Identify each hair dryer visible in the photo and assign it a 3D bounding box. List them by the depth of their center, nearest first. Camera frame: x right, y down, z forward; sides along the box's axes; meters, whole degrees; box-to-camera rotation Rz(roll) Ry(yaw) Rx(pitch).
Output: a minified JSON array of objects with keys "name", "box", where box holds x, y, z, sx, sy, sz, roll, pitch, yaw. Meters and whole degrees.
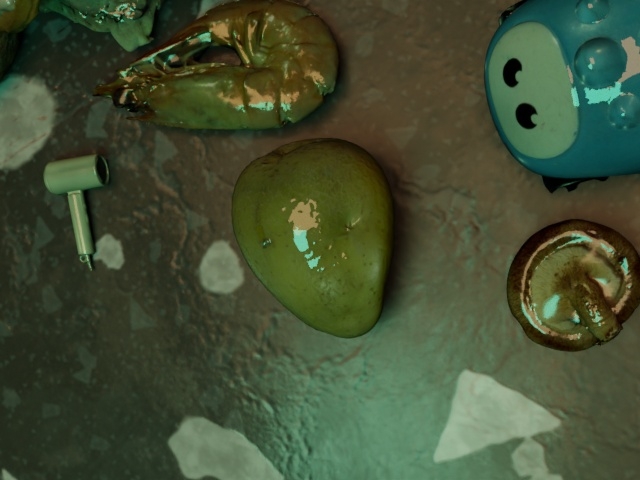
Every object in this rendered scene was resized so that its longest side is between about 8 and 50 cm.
[{"name":"hair dryer","box":[-0.255,-0.028,1.066,0.063,0.038,0.124,-9,93,13]}]

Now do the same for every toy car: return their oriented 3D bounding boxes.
[{"name":"toy car","box":[0.268,-0.154,0.859,0.255,0.190,0.188,-15,87,15]}]

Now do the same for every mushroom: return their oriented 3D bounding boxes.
[{"name":"mushroom","box":[0.234,0.040,0.915,0.127,0.087,0.127,0,91,10]}]

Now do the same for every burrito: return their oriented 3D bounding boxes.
[{"name":"burrito","box":[-0.303,-0.303,1.063,0.309,0.066,0.096,30,91,12]}]

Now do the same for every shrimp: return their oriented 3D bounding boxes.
[{"name":"shrimp","box":[-0.112,-0.176,1.019,0.267,0.061,0.145,-8,78,17]}]

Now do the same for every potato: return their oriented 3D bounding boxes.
[{"name":"potato","box":[0.000,0.000,0.955,0.157,0.157,0.194,-17,98,13]}]

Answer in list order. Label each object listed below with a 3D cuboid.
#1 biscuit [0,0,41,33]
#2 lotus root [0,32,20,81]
[{"name":"biscuit","box":[-0.317,-0.358,0.969,0.197,0.049,0.301,-20,81,41]},{"name":"lotus root","box":[-0.384,-0.198,1.072,0.089,0.080,0.179,39,106,12]}]
